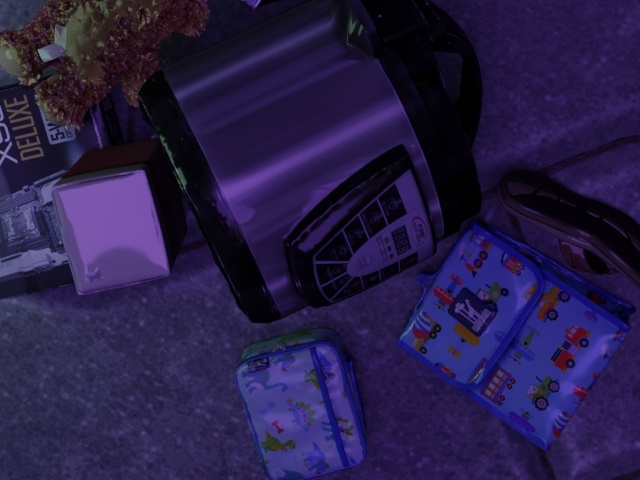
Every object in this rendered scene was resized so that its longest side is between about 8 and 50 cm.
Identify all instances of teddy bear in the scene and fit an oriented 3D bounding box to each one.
[{"bbox_3d":[-0.296,-0.283,1.603,0.245,0.113,0.338,39,124,1],"label":"teddy bear"}]

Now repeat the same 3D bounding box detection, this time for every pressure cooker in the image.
[{"bbox_3d":[0.017,-0.133,1.552,0.420,0.370,0.375,-26,101,-5],"label":"pressure cooker"}]

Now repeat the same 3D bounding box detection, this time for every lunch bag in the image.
[{"bbox_3d":[0.271,0.122,1.746,0.293,0.138,0.221,32,107,10],"label":"lunch bag"},{"bbox_3d":[-0.024,0.249,1.816,0.176,0.090,0.219,-12,104,6],"label":"lunch bag"}]

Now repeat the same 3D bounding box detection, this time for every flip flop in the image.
[{"bbox_3d":[0.368,-0.003,1.707,0.277,0.112,0.080,27,131,-3],"label":"flip flop"}]

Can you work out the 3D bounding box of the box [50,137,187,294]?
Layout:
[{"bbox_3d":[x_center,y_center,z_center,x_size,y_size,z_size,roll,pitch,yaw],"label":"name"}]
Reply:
[{"bbox_3d":[-0.265,-0.039,1.617,0.127,0.232,0.148,-11,106,2],"label":"box"}]

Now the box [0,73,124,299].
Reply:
[{"bbox_3d":[-0.403,-0.086,1.776,0.242,0.076,0.307,-12,103,8],"label":"box"}]

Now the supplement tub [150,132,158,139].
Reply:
[{"bbox_3d":[-0.187,-0.156,1.738,0.107,0.071,0.071,-39,97,13],"label":"supplement tub"}]

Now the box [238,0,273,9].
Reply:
[{"bbox_3d":[-0.160,-0.463,1.532,0.343,0.312,0.179,31,106,-3],"label":"box"}]
